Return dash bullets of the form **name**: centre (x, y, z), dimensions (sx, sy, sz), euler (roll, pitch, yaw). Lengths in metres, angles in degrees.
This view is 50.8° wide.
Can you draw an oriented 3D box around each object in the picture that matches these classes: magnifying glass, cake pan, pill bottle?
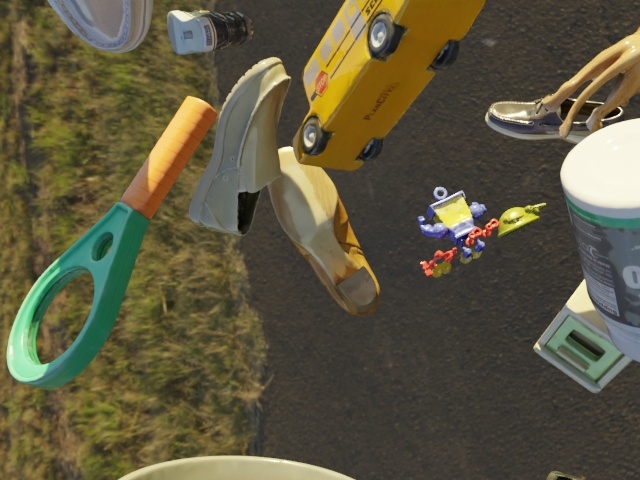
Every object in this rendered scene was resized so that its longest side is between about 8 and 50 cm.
- **magnifying glass**: centre (-0.146, -0.002, 0.478), dimensions (0.092, 0.026, 0.231), euler (25, 79, 44)
- **cake pan**: centre (-0.070, 0.285, 0.666), dimensions (0.293, 0.293, 0.054), euler (4, 89, 50)
- **pill bottle**: centre (0.501, 0.014, 1.025), dimensions (0.204, 0.204, 0.361), euler (21, 149, 48)

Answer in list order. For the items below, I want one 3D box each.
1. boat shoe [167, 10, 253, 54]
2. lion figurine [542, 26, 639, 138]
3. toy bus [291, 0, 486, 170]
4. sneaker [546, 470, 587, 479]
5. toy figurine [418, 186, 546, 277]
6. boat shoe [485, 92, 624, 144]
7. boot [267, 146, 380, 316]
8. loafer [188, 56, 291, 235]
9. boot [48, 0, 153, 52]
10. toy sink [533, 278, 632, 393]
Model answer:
- **boat shoe**: centre (-0.171, -0.318, 1.030), dimensions (0.183, 0.083, 0.065), euler (33, 132, 54)
- **lion figurine**: centre (0.561, -0.321, 1.182), dimensions (0.142, 0.392, 0.240), euler (45, 139, 1)
- **toy bus**: centre (0.071, -0.233, 0.863), dimensions (0.333, 0.108, 0.130), euler (-50, 48, 45)
- **sneaker**: centre (0.454, 0.438, 1.152), dimensions (0.051, 0.170, 0.089), euler (-63, 2, -11)
- **toy figurine**: centre (0.401, -0.079, 1.859), dimensions (0.217, 0.362, 0.191), euler (61, 174, 23)
- **boat shoe**: centre (0.502, -0.270, 1.447), dimensions (0.285, 0.103, 0.092), euler (13, 144, 17)
- **boot**: centre (0.001, 0.000, 1.124), dimensions (0.295, 0.104, 0.211), euler (59, 174, 7)
- **loafer**: centre (-0.092, -0.117, 0.913), dimensions (0.092, 0.102, 0.268), euler (32, 122, 8)
- **boot**: centre (-0.185, -0.209, 0.456), dimensions (0.258, 0.095, 0.123), euler (81, -173, -53)
- **toy sink**: centre (0.532, 0.197, 1.339), dimensions (0.153, 0.131, 0.234), euler (38, 150, 18)
